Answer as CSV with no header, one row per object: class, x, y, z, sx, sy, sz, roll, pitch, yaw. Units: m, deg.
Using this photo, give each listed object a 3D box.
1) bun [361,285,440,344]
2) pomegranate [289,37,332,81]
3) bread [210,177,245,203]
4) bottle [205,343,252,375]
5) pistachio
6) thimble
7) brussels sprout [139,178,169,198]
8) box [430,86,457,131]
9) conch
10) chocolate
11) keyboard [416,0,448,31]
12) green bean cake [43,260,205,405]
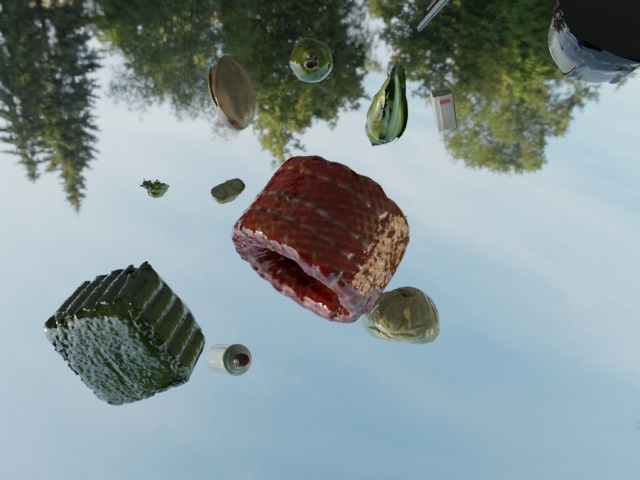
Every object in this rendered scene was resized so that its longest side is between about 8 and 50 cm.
bun,0.216,0.194,1.315,0.220,0.135,0.220,3,-170,-1
pomegranate,-0.034,-0.651,1.763,0.159,0.160,0.205,5,-159,-5
bread,-0.400,-0.201,2.086,0.157,0.094,0.083,-25,-102,-47
bottle,-0.299,0.395,1.625,0.104,0.104,0.245,-15,178,-31
pistachio,-0.254,-0.420,1.408,0.143,0.144,0.215,-20,-94,-36
thimble,0.000,0.000,1.055,0.349,0.350,0.231,25,-113,23
brussels sprout,-0.513,-0.161,1.504,0.085,0.058,0.085,25,179,0
box,0.473,-0.508,1.885,0.080,0.135,0.199,-9,-157,11
conch,0.125,-0.238,0.931,0.079,0.201,0.095,20,-105,12
chocolate,0.649,-0.474,1.110,0.283,0.186,0.284,-1,-107,3
keyboard,0.164,-0.295,0.496,0.011,0.202,0.067,31,-114,-13
green bean cake,-0.515,0.253,1.321,0.334,0.319,0.218,-16,-154,18
